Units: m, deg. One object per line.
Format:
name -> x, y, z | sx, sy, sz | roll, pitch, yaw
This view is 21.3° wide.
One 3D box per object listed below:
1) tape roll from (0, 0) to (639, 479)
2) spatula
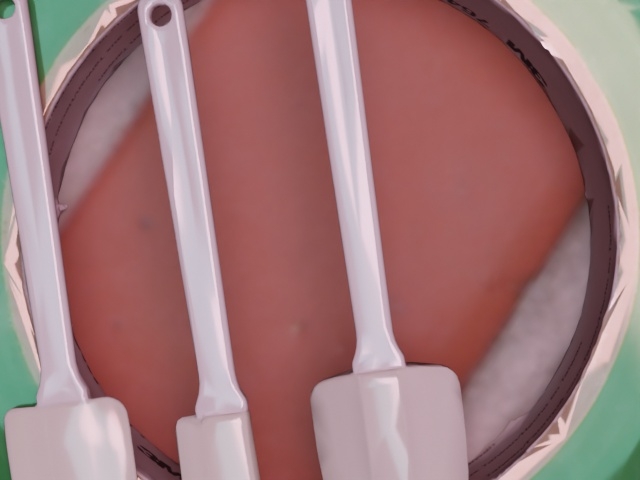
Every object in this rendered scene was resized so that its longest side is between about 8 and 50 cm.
tape roll -> 0.000, 0.000, 0.669 | 0.321, 0.077, 0.321 | 0, 90, 0
spatula -> -0.039, 0.016, 0.625 | 0.168, 0.019, 0.242 | -8, 90, 7
